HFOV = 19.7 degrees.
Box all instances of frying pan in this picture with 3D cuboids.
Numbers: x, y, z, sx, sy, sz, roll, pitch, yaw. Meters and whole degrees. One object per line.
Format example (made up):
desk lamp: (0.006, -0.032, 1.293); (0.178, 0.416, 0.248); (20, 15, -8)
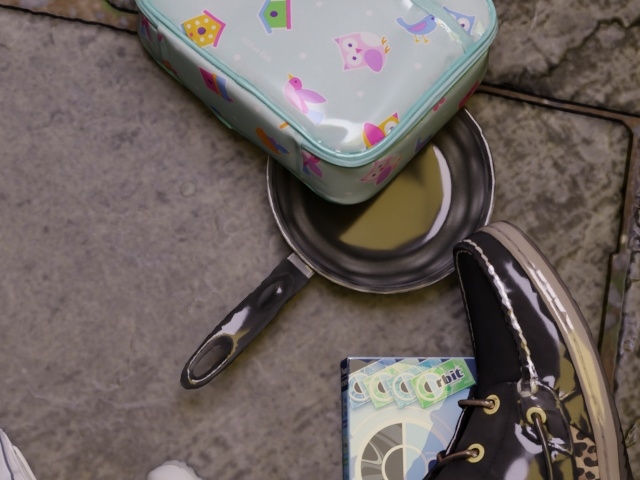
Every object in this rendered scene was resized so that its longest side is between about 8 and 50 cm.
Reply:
frying pan: (0.028, 0.009, 1.557); (0.197, 0.053, 0.326); (22, 78, -3)

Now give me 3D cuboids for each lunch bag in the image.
lunch bag: (-0.005, -0.188, 1.529); (0.279, 0.108, 0.224); (40, 74, 14)

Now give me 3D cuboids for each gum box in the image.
gum box: (0.098, 0.191, 1.542); (0.157, 0.041, 0.184); (1, 80, -8)

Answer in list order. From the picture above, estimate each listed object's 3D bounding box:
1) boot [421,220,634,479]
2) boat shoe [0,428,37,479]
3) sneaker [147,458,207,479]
boot: (0.093, 0.195, 1.455); (0.284, 0.138, 0.377); (-16, 89, -11)
boat shoe: (-0.273, 0.199, 1.461); (0.095, 0.084, 0.258); (-24, 91, 6)
sneaker: (-0.091, 0.321, 1.460); (0.129, 0.111, 0.297); (-17, 82, -6)
